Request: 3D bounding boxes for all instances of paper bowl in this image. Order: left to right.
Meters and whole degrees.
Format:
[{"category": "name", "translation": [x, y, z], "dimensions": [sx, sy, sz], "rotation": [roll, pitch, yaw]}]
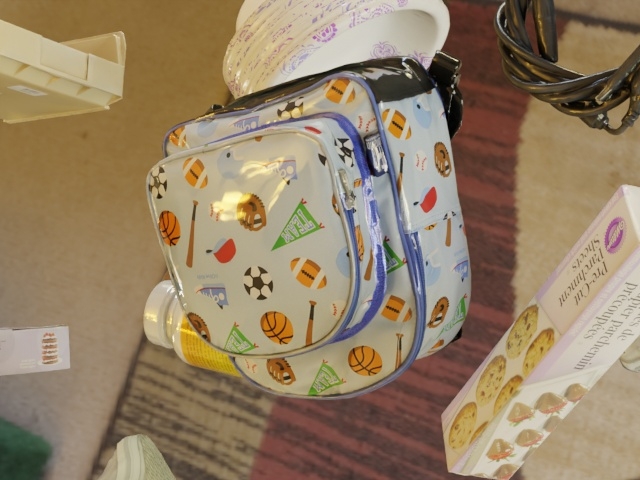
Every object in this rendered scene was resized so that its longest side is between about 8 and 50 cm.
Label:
[{"category": "paper bowl", "translation": [0.008, -0.260, 1.578], "dimensions": [0.284, 0.284, 0.148], "rotation": [-37, 72, 20]}]

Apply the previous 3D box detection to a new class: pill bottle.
[{"category": "pill bottle", "translation": [-0.117, 0.112, 1.604], "dimensions": [0.208, 0.117, 0.118], "rotation": [11, 83, 26]}]

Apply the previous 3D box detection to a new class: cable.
[{"category": "cable", "translation": [0.207, -0.175, 0.876], "dimensions": [0.150, 0.047, 0.184], "rotation": [39, 105, 33]}]

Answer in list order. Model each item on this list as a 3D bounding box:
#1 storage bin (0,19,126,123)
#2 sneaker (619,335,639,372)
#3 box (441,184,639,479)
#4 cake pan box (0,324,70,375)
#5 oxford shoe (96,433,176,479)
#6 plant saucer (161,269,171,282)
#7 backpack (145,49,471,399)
[{"category": "storage bin", "translation": [-0.459, -0.267, 1.808], "dimensions": [0.260, 0.262, 0.123], "rotation": [-4, 79, 34]}, {"category": "sneaker", "translation": [0.342, 0.065, 1.169], "dimensions": [0.297, 0.111, 0.129], "rotation": [-9, 62, 65]}, {"category": "box", "translation": [0.197, 0.088, 1.035], "dimensions": [0.324, 0.063, 0.067], "rotation": [120, 154, -43]}, {"category": "cake pan box", "translation": [-0.513, 0.153, 1.679], "dimensions": [0.245, 0.267, 0.070], "rotation": [-8, 85, 39]}, {"category": "oxford shoe", "translation": [-0.212, 0.321, 1.379], "dimensions": [0.130, 0.449, 0.169], "rotation": [-32, 92, -2]}, {"category": "plant saucer", "translation": [-0.164, 0.099, 2.027], "dimensions": [0.198, 0.036, 0.199], "rotation": [1, 84, -5]}, {"category": "backpack", "translation": [0.000, 0.000, 1.050], "dimensions": [0.276, 0.213, 0.263], "rotation": [-10, 105, 40]}]
